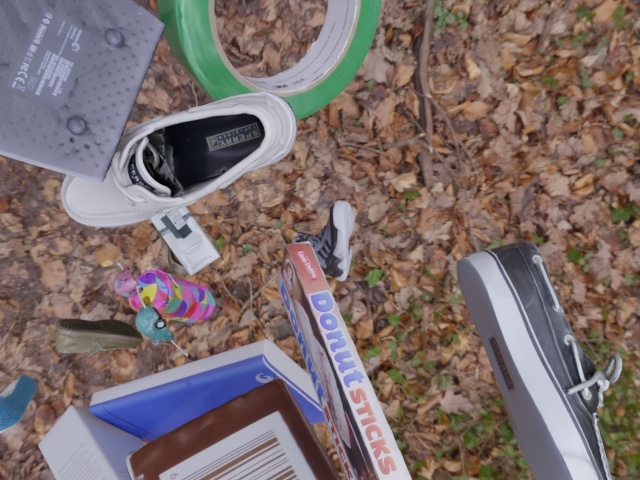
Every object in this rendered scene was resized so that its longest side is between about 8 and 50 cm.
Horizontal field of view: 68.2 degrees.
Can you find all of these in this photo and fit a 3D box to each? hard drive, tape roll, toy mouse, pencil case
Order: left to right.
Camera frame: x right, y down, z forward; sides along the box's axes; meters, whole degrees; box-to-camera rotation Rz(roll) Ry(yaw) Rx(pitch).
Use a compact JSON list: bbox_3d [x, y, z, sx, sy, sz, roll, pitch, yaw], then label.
[{"bbox_3d":[-0.270,-0.162,0.359,0.254,0.054,0.172,22,78,-30],"label":"hard drive"},{"bbox_3d":[-0.236,0.087,0.617,0.031,0.143,0.161,-34,80,-19],"label":"toy mouse"},{"bbox_3d":[-0.326,0.131,1.066,0.104,0.236,0.105,-3,76,10],"label":"pencil case"},{"bbox_3d":[-0.164,0.259,0.740,0.318,0.040,0.210,-21,132,20],"label":"hard drive"},{"bbox_3d":[-0.060,-0.331,0.666,0.321,0.077,0.321,-23,134,-26],"label":"tape roll"}]

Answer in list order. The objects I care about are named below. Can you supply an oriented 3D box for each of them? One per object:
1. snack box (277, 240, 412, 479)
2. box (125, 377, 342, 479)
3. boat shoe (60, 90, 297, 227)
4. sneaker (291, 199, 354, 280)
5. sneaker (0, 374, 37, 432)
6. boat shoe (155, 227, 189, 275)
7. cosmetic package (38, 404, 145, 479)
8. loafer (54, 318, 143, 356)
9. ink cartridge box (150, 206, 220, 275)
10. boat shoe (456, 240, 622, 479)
[{"bbox_3d":[0.008,0.089,0.331,0.022,0.064,0.178,-12,56,-19],"label":"snack box"},{"bbox_3d":[-0.039,0.322,0.434,0.143,0.191,0.381,-23,136,-19],"label":"box"},{"bbox_3d":[-0.152,-0.069,0.451,0.267,0.088,0.096,-12,104,15],"label":"boat shoe"},{"bbox_3d":[0.000,0.000,1.174,0.153,0.269,0.101,10,52,10],"label":"sneaker"},{"bbox_3d":[-0.913,0.491,1.369,0.092,0.229,0.087,-39,105,6],"label":"sneaker"},{"bbox_3d":[-0.408,-0.022,1.411,0.110,0.307,0.104,15,113,-40],"label":"boat shoe"},{"bbox_3d":[-0.312,0.360,0.714,0.085,0.231,0.117,-52,147,-8],"label":"cosmetic package"},{"bbox_3d":[-0.366,0.162,0.780,0.148,0.056,0.050,22,100,-46],"label":"loafer"},{"bbox_3d":[-0.340,-0.022,1.156,0.086,0.153,0.208,-34,95,-12],"label":"ink cartridge box"},{"bbox_3d":[0.248,0.146,0.496,0.104,0.113,0.306,-16,66,-3],"label":"boat shoe"}]
